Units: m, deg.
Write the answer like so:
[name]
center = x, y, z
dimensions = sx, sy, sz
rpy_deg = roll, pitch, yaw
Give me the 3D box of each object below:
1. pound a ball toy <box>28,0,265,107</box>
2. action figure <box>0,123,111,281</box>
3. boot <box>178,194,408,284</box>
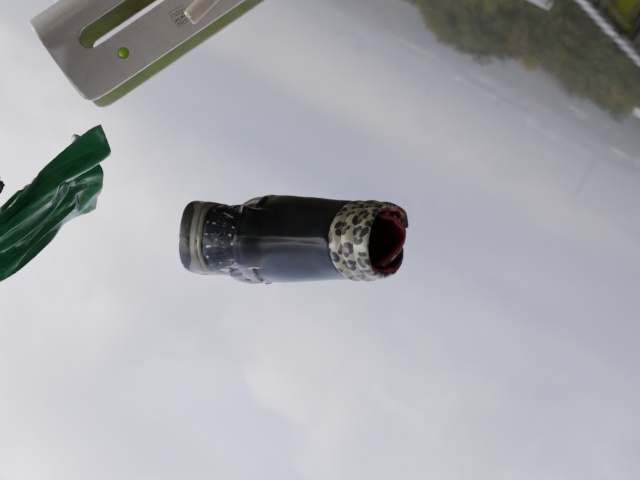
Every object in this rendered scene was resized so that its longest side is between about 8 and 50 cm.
[pound a ball toy]
center = -0.151, -0.284, 1.117
dimensions = 0.136, 0.319, 0.208
rpy_deg = 55, 178, -6
[action figure]
center = -0.313, -0.018, 1.081
dimensions = 0.063, 0.137, 0.232
rpy_deg = 30, -130, 16
[boot]
center = 0.000, 0.002, 0.968
dimensions = 0.178, 0.085, 0.236
rpy_deg = 2, 180, 23
